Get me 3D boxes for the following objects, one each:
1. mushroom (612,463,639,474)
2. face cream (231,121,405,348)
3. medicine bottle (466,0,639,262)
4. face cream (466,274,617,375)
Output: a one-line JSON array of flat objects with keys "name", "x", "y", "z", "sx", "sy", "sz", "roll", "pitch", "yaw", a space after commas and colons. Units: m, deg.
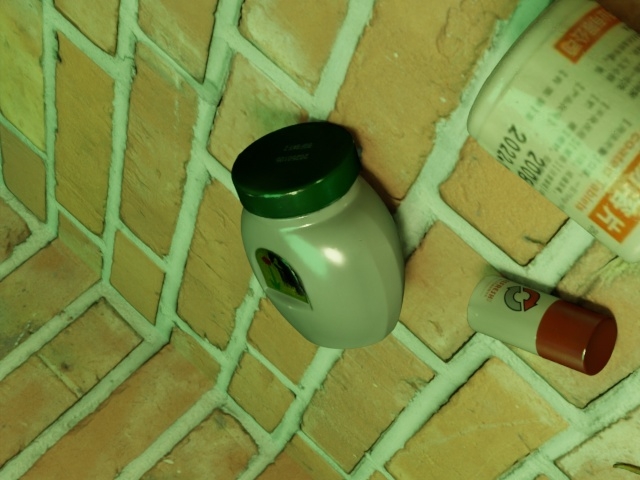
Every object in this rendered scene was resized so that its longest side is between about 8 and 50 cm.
[{"name": "mushroom", "x": 0.587, "y": 0.388, "z": 1.798, "sx": 0.026, "sy": 0.028, "sz": 0.286, "roll": 13, "pitch": 177, "yaw": -38}, {"name": "face cream", "x": 0.000, "y": 0.000, "z": 1.892, "sx": 0.312, "sy": 0.219, "sz": 0.357, "roll": 21, "pitch": 140, "yaw": 43}, {"name": "medicine bottle", "x": 0.366, "y": -0.093, "z": 1.262, "sx": 0.371, "sy": 0.211, "sz": 0.211, "roll": 40, "pitch": 152, "yaw": 12}, {"name": "face cream", "x": 0.339, "y": 0.128, "z": 1.718, "sx": 0.214, "sy": 0.096, "sz": 0.096, "roll": 21, "pitch": 143, "yaw": 40}]
